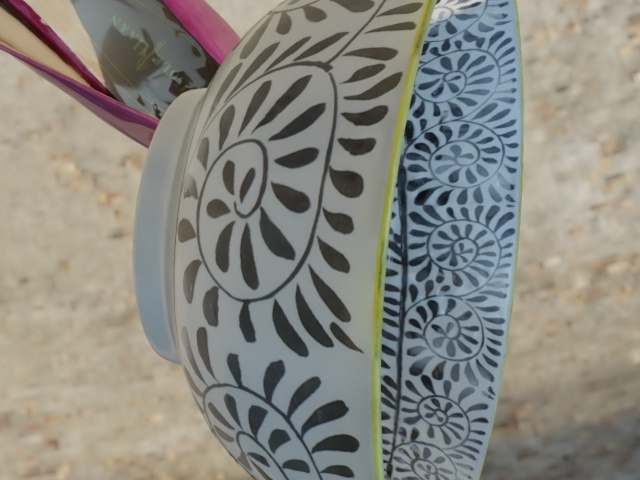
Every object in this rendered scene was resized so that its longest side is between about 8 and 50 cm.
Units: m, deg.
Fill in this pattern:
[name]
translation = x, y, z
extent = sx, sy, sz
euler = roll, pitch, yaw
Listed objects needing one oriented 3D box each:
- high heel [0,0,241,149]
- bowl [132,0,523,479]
[high heel]
translation = -0.179, -0.174, 1.090
extent = 0.377, 0.181, 0.127
euler = 30, 93, -37
[bowl]
translation = 0.000, 0.000, 0.497
extent = 0.080, 0.170, 0.170
euler = 5, 160, 15
